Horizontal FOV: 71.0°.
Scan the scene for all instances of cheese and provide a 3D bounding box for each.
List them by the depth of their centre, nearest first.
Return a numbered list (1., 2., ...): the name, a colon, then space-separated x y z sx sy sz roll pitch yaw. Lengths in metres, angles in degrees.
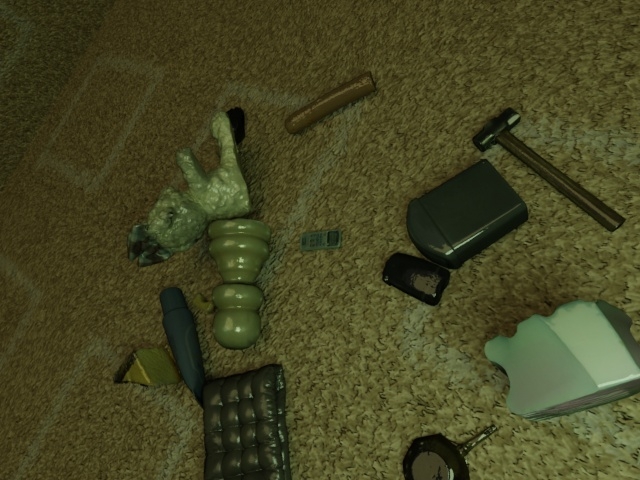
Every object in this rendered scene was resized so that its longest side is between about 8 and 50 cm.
1. cheese: -0.340 0.184 1.315 0.083 0.030 0.044 14 83 39

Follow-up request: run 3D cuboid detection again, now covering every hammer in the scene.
1. hammer: 0.495 -0.152 0.976 0.111 0.043 0.365 -41 58 7

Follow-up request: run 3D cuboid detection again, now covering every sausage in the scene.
1. sausage: 0.024 -0.404 1.335 0.301 0.066 0.066 -23 60 18

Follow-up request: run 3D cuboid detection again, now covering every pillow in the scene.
1. pillow: -0.181 0.476 1.064 0.227 0.101 0.327 -19 63 19

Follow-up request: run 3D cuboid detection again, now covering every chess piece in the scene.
1. chess piece: -0.221 0.122 1.197 0.182 0.182 0.331 -9 71 26

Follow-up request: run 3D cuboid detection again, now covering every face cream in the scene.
1. face cream: -0.376 0.293 1.248 0.086 0.136 0.385 -22 52 -12

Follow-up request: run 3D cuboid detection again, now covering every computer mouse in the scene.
1. computer mouse: -0.305 -0.388 1.517 0.098 0.057 0.172 -7 65 24

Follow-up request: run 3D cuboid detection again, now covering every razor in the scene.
1. razor: 0.215 0.083 1.024 0.147 0.054 0.090 23 79 34

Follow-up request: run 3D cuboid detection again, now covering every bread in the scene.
1. bread: -0.477 0.370 1.253 0.152 0.147 0.127 -39 68 18

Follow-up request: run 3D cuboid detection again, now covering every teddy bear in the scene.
1. teddy bear: -0.394 -0.149 1.309 0.361 0.327 0.376 -16 69 -7

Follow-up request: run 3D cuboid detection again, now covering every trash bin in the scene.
1. trash bin: 0.311 -0.052 1.001 0.236 0.101 0.177 -34 55 11

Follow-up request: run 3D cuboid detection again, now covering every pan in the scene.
1. pan: 0.237 0.416 0.876 0.128 0.048 0.202 27 84 36

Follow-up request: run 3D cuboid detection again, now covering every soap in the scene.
1. soap: 0.389 0.197 0.698 0.208 0.347 0.115 -26 58 18

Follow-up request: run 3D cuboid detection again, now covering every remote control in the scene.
1. remote control: 0.000 0.000 1.204 0.124 0.018 0.053 -5 68 28
